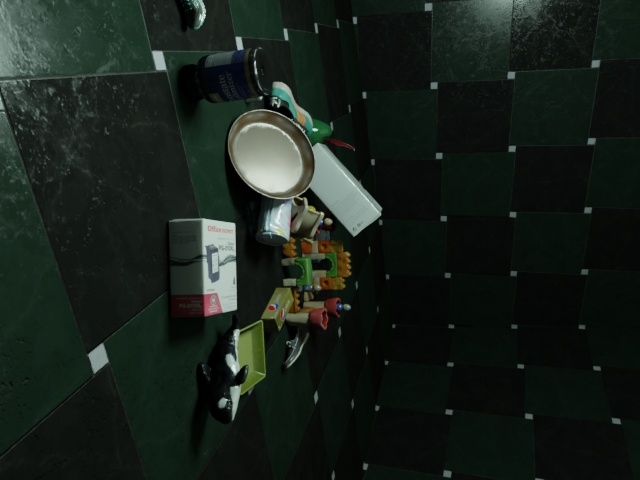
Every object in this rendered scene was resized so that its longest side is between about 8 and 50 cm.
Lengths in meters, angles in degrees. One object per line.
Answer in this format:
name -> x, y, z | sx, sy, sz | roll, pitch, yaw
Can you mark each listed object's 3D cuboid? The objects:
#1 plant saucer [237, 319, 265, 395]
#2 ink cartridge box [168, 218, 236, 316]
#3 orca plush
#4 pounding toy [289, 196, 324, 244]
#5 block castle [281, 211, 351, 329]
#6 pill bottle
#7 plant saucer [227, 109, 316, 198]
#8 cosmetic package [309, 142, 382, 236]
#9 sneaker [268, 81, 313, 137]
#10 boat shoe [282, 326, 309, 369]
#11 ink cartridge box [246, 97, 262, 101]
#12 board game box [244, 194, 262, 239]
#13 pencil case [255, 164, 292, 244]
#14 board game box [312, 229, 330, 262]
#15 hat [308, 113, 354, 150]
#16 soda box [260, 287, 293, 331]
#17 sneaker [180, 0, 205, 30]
plant saucer -> -0.230, 0.353, 1.521 | 0.188, 0.045, 0.188 | -8, 96, -73
ink cartridge box -> -0.295, 0.066, 1.258 | 0.172, 0.100, 0.237 | 6, 81, -73
orca plush -> -0.267, 0.330, 1.315 | 0.102, 0.151, 0.287 | 29, 57, -33
pounding toy -> -0.060, -0.080, 1.763 | 0.155, 0.269, 0.154 | 22, 82, -29
block castle -> -0.008, 0.111, 1.998 | 0.303, 0.213, 0.453 | -12, 98, -73
pill bottle -> -0.246, -0.425, 1.293 | 0.123, 0.219, 0.122 | -3, 90, -73
plant saucer -> -0.159, -0.271, 1.594 | 0.311, 0.050, 0.310 | 12, 67, -28
cosmetic package -> 0.076, -0.216, 2.074 | 0.385, 0.156, 0.217 | 49, 13, -3
sneaker -> -0.122, -0.469, 1.917 | 0.302, 0.108, 0.121 | 44, 46, -55
boat shoe -> -0.110, 0.413, 1.916 | 0.065, 0.075, 0.206 | 40, 36, -5
ink cartridge box -> -0.222, -0.543, 1.665 | 0.135, 0.056, 0.099 | -76, 156, -45
board game box -> -0.205, -0.090, 1.703 | 0.186, 0.026, 0.126 | -47, 131, -67
pencil case -> -0.147, -0.119, 1.650 | 0.124, 0.114, 0.273 | 90, 5, -70
board game box -> 0.000, 0.000, 2.335 | 0.211, 0.039, 0.160 | -40, 125, -70
hat -> 0.041, -0.509, 2.302 | 0.208, 0.184, 0.172 | -1, 88, -73
soda box -> -0.152, 0.244, 1.768 | 0.181, 0.058, 0.061 | -67, 149, -56
sneaker -> -0.349, -0.635, 1.290 | 0.076, 0.065, 0.166 | -8, 92, -57
